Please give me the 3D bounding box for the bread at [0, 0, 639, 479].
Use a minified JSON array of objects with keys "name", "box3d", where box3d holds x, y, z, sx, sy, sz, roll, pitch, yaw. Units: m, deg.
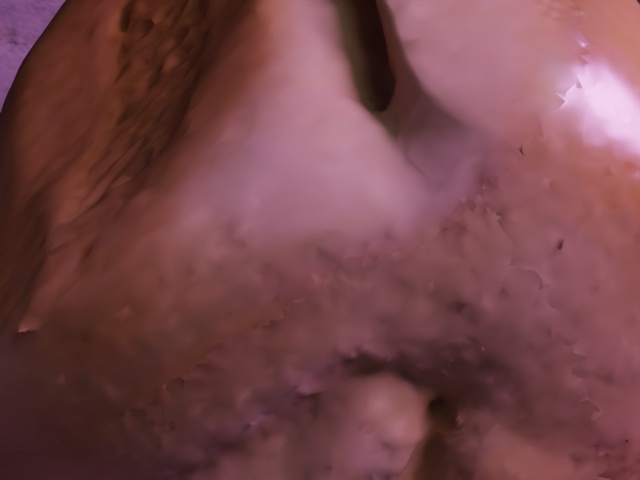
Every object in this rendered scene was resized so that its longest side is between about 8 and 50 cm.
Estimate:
[{"name":"bread","box3d":[0.000,0.000,0.608,0.253,0.348,0.376,51,13,-30]}]
